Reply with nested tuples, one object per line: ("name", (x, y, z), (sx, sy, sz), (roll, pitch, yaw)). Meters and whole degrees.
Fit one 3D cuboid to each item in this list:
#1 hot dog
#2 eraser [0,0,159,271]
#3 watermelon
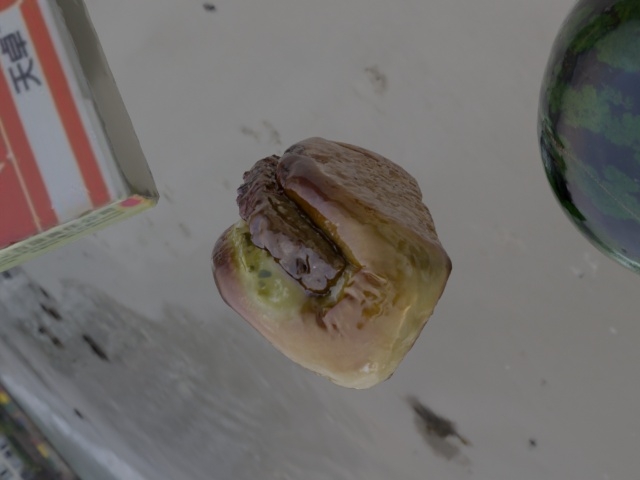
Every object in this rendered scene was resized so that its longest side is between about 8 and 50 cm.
("hot dog", (0.001, -0.001, 1.168), (0.223, 0.185, 0.405), (24, -164, -8))
("eraser", (-0.188, -0.042, 0.341), (0.038, 0.230, 0.157), (7, -119, -82))
("watermelon", (0.304, -0.098, 0.760), (0.285, 0.285, 0.285), (43, 160, 20))
